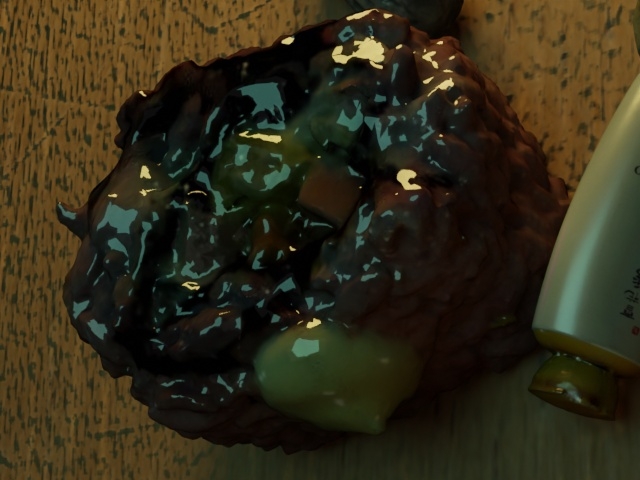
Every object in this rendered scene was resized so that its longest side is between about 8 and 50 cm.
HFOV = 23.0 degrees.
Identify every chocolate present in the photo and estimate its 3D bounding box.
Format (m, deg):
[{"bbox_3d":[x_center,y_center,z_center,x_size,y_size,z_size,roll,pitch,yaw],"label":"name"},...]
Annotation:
[{"bbox_3d":[0.027,-0.180,0.984,0.072,0.072,0.167,-51,51,11],"label":"chocolate"}]

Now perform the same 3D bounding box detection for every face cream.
[{"bbox_3d":[0.158,0.003,0.816,0.182,0.072,0.051,-69,18,-9],"label":"face cream"}]

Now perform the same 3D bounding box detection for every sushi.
[{"bbox_3d":[0.000,0.000,0.872,0.270,0.171,0.236,-22,61,24],"label":"sushi"}]

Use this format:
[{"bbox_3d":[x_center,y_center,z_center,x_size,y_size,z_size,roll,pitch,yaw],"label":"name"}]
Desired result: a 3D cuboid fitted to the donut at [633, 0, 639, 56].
[{"bbox_3d":[0.337,-0.139,0.681,0.371,0.150,0.307,38,97,40],"label":"donut"}]
